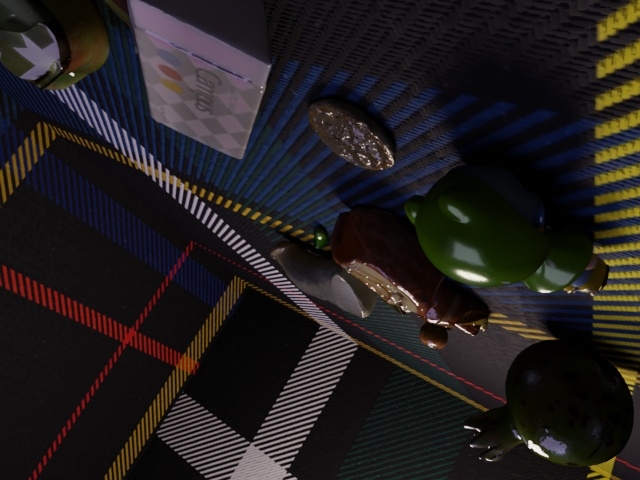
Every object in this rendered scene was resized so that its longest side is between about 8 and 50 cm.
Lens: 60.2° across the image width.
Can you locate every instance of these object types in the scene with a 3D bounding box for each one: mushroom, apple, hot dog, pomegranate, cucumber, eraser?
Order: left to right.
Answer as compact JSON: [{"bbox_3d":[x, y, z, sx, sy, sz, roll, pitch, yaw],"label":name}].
[{"bbox_3d":[-0.444,-0.344,0.876,0.188,0.174,0.207,55,163,-12],"label":"apple"},{"bbox_3d":[-0.179,-0.243,0.793,0.213,0.082,0.397,24,168,-8],"label":"eraser"},{"bbox_3d":[-0.001,0.092,1.568,0.397,0.126,0.177,14,148,54],"label":"mushroom"},{"bbox_3d":[0.000,0.000,1.418,0.037,0.037,0.155,30,167,6],"label":"cucumber"},{"bbox_3d":[0.328,0.273,1.598,0.084,0.071,0.084,22,168,5],"label":"apple"},{"bbox_3d":[0.259,0.143,1.218,0.261,0.093,0.123,32,168,-3],"label":"hot dog"},{"bbox_3d":[0.436,0.337,1.051,0.242,0.306,0.242,45,-179,-1],"label":"pomegranate"}]

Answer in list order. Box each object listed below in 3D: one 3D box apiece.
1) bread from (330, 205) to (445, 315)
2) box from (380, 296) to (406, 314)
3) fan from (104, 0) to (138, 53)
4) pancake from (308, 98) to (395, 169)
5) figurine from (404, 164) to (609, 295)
[{"bbox_3d":[0.143,0.047,1.075,0.244,0.123,0.190,36,165,-21],"label":"bread"},{"bbox_3d":[0.146,0.100,1.280,0.121,0.030,0.193,57,177,-6],"label":"box"},{"bbox_3d":[-0.277,-0.345,0.825,0.229,0.011,0.335,33,168,-9],"label":"fan"},{"bbox_3d":[0.041,-0.150,0.791,0.151,0.025,0.151,29,168,7],"label":"pancake"},{"bbox_3d":[0.235,0.001,0.683,0.263,0.143,0.162,25,175,-17],"label":"figurine"}]
